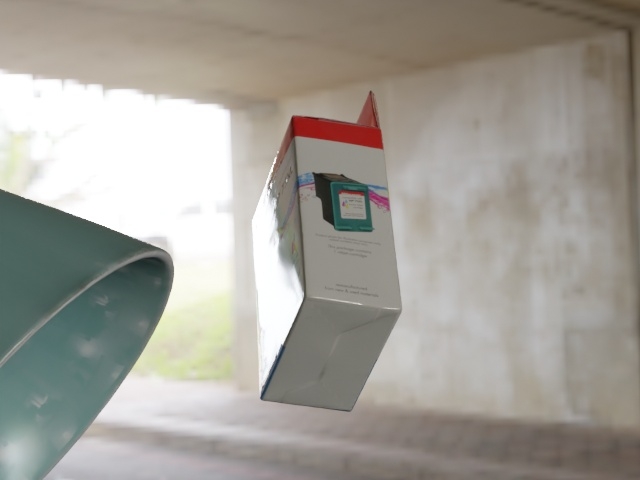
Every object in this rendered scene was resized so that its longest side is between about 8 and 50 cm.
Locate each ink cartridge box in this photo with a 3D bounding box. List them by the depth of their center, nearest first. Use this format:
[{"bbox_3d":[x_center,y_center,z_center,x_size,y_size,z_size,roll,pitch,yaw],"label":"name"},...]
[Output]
[{"bbox_3d":[0.000,0.000,1.450,0.078,0.231,0.134,8,-43,-14],"label":"ink cartridge box"}]

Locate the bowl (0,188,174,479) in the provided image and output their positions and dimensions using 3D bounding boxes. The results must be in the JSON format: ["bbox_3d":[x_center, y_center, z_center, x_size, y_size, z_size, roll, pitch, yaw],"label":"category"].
[{"bbox_3d":[-0.266,0.080,1.343,0.163,0.311,0.311,40,10,12],"label":"bowl"}]
